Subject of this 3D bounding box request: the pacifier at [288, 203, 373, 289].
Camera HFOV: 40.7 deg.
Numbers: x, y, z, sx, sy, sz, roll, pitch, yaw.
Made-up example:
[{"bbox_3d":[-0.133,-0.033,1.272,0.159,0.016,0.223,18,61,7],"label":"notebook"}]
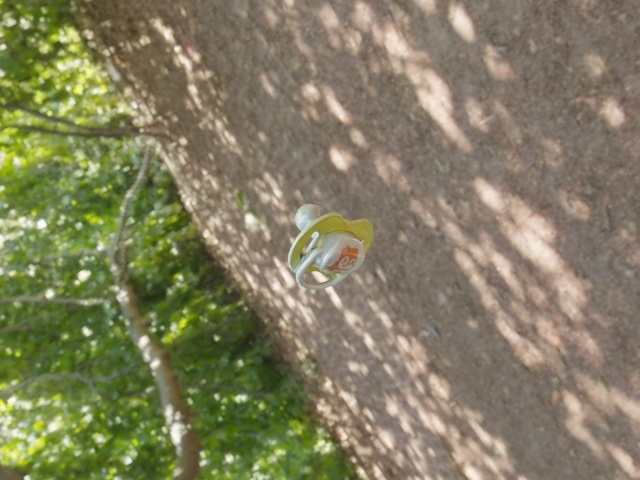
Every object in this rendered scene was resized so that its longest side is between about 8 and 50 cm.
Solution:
[{"bbox_3d":[0.000,0.000,0.676,0.068,0.083,0.064,-54,53,22],"label":"pacifier"}]
